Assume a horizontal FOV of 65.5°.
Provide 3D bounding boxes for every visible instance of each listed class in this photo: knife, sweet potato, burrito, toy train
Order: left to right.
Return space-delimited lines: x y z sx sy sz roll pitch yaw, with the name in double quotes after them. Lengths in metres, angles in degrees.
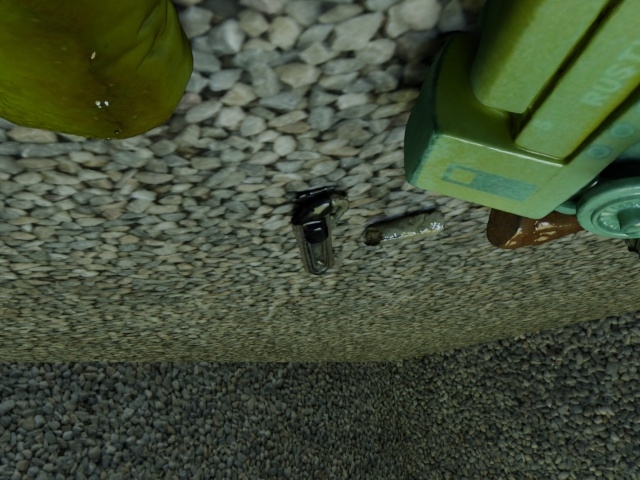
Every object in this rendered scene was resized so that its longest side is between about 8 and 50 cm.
0.000 0.006 0.867 0.089 0.043 0.365 -5 160 -2 "knife"
0.139 -0.018 0.848 0.149 0.041 0.055 -13 172 17 "burrito"
0.379 -0.054 0.766 0.252 0.097 0.097 -17 159 2 "sweet potato"
0.219 -0.133 0.355 0.254 0.160 0.397 15 158 0 "toy train"

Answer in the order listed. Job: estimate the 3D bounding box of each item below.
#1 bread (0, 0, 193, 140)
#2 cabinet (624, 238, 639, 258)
-0.171 -0.166 0.240 0.167 0.112 0.383 -5 160 -6 "bread"
0.632 0.023 0.717 0.290 0.227 0.318 -19 160 25 "cabinet"
